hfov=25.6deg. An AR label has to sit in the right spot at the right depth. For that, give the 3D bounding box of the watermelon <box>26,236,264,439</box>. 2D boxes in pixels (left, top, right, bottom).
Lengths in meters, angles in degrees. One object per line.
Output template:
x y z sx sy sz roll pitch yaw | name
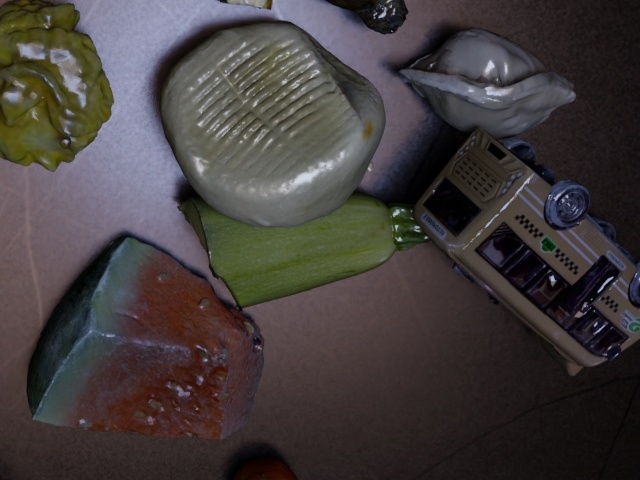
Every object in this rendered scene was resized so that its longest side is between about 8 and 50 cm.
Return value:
-0.164 0.131 1.519 0.256 0.140 0.193 26 103 -23 | watermelon

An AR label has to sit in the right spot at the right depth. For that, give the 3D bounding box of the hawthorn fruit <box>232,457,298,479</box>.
-0.061 0.287 1.571 0.081 0.093 0.081 -2 103 -9 | hawthorn fruit

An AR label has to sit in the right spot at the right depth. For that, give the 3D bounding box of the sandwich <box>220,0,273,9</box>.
-0.065 -0.330 1.409 0.058 0.162 0.193 5 100 -9 | sandwich

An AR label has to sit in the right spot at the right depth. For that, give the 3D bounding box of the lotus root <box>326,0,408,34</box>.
0.031 -0.310 1.459 0.120 0.120 0.210 -28 106 -5 | lotus root

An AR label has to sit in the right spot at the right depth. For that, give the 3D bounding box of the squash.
-0.007 0.004 1.526 0.287 0.137 0.137 -6 103 -23 | squash

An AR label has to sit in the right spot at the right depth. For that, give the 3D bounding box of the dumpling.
0.186 -0.168 1.509 0.199 0.136 0.118 -1 95 -22 | dumpling

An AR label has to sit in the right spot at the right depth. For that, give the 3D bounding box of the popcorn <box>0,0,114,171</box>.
-0.313 -0.149 1.412 0.195 0.173 0.168 -20 127 -16 | popcorn

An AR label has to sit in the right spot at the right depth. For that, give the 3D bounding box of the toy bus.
0.242 0.017 1.515 0.157 0.139 0.289 -47 126 6 | toy bus

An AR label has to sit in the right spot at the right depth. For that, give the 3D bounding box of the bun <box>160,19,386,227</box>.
-0.047 -0.118 1.451 0.229 0.145 0.230 0 76 1 | bun
